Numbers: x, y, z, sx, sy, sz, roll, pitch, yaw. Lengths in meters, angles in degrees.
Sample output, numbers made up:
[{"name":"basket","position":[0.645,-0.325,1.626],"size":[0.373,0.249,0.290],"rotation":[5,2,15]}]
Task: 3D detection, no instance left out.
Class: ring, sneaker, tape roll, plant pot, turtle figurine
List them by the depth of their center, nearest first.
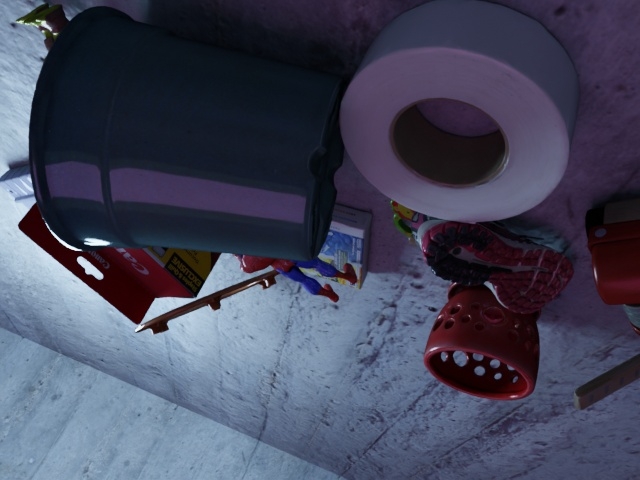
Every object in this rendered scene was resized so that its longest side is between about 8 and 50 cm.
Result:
[{"name":"tape roll","position":[0.171,-0.150,0.746],"size":[0.286,0.100,0.286],"rotation":[17,147,12]},{"name":"plant pot","position":[-0.146,-0.122,0.817],"size":[0.334,0.341,0.341],"rotation":[11,146,7]},{"name":"sneaker","position":[0.275,0.019,0.921],"size":[0.299,0.112,0.121],"rotation":[25,113,-26]},{"name":"turtle figurine","position":[-0.378,-0.258,0.932],"size":[0.269,0.087,0.217],"rotation":[48,165,52]},{"name":"plant pot","position":[0.296,0.167,1.048],"size":[0.191,0.174,0.191],"rotation":[17,146,12]},{"name":"ring","position":[-0.223,0.131,1.236],"size":[0.336,0.336,0.032],"rotation":[-27,84,51]}]

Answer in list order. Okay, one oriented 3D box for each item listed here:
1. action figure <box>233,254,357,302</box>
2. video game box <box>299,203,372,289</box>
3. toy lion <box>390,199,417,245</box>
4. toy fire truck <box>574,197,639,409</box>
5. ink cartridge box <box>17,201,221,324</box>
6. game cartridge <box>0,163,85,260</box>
[{"name":"action figure","position":[-0.069,0.016,1.030],"size":[0.091,0.139,0.280],"rotation":[-48,140,16]},{"name":"video game box","position":[0.000,0.000,1.125],"size":[0.187,0.048,0.205],"rotation":[18,147,15]},{"name":"toy lion","position":[0.154,-0.044,0.977],"size":[0.096,0.034,0.100],"rotation":[37,147,-6]},{"name":"toy fire truck","position":[0.419,0.095,0.795],"size":[0.158,0.246,0.217],"rotation":[-10,134,41]},{"name":"ink cartridge box","position":[-0.334,-0.033,1.088],"size":[0.130,0.272,0.309],"rotation":[-5,137,39]},{"name":"game cartridge","position":[-0.586,-0.046,1.439],"size":[0.230,0.068,0.355],"rotation":[-1,140,41]}]
